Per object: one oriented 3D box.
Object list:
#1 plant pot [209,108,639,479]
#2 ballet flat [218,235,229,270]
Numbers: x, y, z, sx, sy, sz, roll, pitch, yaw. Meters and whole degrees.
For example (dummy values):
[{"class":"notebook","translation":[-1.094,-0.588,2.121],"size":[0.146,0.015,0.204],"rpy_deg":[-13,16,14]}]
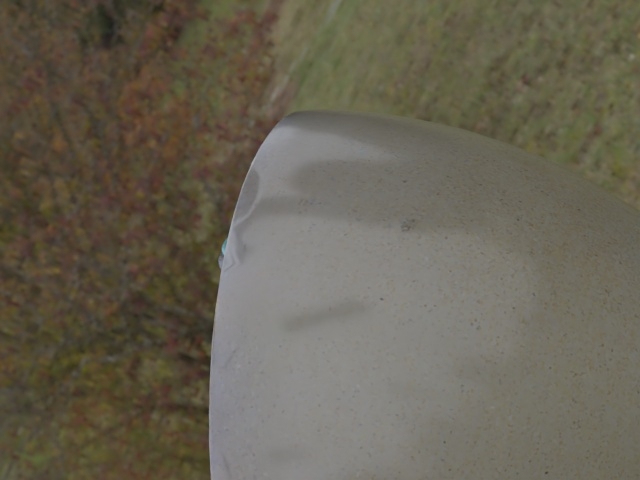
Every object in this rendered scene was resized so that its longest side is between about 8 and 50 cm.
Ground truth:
[{"class":"plant pot","translation":[0.087,0.074,0.598],"size":[0.284,0.190,0.284],"rpy_deg":[-2,-90,-73]},{"class":"ballet flat","translation":[0.000,0.000,1.068],"size":[0.095,0.096,0.280],"rpy_deg":[-3,21,23]}]
